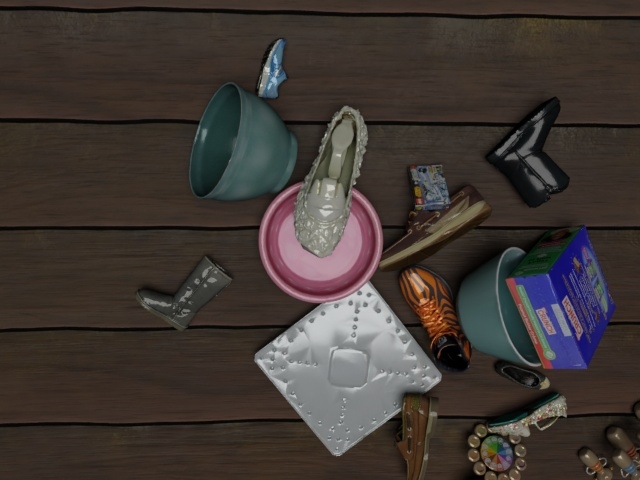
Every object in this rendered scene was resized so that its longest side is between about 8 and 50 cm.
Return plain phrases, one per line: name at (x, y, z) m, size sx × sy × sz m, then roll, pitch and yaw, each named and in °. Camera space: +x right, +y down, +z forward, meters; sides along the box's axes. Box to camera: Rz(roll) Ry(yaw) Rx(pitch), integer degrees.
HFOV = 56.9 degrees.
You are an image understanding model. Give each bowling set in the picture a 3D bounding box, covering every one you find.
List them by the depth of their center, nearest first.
bowling set at (0.918, 0.629, 1.696) m, size 0.287 × 0.200 × 0.154 m, roll -42°, pitch 99°, yaw 8°

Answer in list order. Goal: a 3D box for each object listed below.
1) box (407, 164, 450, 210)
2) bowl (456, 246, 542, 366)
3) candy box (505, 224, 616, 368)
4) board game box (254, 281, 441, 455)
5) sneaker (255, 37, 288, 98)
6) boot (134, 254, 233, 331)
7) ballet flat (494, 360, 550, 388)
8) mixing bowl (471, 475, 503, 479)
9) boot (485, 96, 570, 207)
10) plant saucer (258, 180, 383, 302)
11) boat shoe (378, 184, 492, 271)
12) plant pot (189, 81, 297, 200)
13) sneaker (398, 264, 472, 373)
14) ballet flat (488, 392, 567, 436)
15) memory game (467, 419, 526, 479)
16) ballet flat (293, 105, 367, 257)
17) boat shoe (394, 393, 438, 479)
box at (0.290, -0.143, 1.586) m, size 0.094 × 0.027 × 0.137 m, roll -2°, pitch 56°, yaw -1°
bowl at (0.479, 0.185, 1.580) m, size 0.163 × 0.311 × 0.311 m, roll -18°, pitch 102°, yaw 43°
candy box at (0.641, 0.142, 1.550) m, size 0.122 × 0.317 × 0.268 m, roll -16°, pitch 102°, yaw 43°
board game box at (0.079, 0.355, 1.683) m, size 0.390 × 0.050 × 0.390 m, roll -37°, pitch 98°, yaw 3°
sneaker at (-0.118, -0.451, 1.556) m, size 0.073 × 0.063 × 0.162 m, roll 13°, pitch 103°, yaw -22°
boot at (-0.373, 0.126, 1.615) m, size 0.190 × 0.076 × 0.208 m, roll 36°, pitch 103°, yaw -22°
ballet flat at (0.587, 0.398, 1.713) m, size 0.173 × 0.049 × 0.057 m, roll 19°, pitch 98°, yaw -5°
mixing bowl at (0.491, 0.767, 1.738) m, size 0.182 × 0.098 × 0.181 m, roll 0°, pitch 94°, yaw -3°
boot at (0.601, -0.232, 1.593) m, size 0.207 × 0.094 × 0.246 m, roll 44°, pitch 101°, yaw -4°
plant saucer at (0.000, 0.000, 1.597) m, size 0.332 × 0.084 × 0.332 m, roll 0°, pitch 92°, yaw -2°
boat shoe at (0.292, -0.036, 1.614) m, size 0.342 × 0.123 × 0.123 m, roll -32°, pitch 69°, yaw 7°
plant pot at (-0.182, -0.224, 1.489) m, size 0.196 × 0.293 × 0.293 m, roll 14°, pitch 99°, yaw -32°
sneaker at (0.321, 0.219, 1.598) m, size 0.125 × 0.180 × 0.321 m, roll -35°, pitch 98°, yaw 19°
ballet flat at (0.608, 0.520, 1.707) m, size 0.241 × 0.091 × 0.077 m, roll -23°, pitch 84°, yaw -1°
memory game at (0.512, 0.616, 1.712) m, size 0.186 × 0.012 × 0.186 m, roll 5°, pitch 63°, yaw -9°
ballet flat at (0.025, -0.163, 1.483) m, size 0.147 × 0.147 × 0.408 m, roll 16°, pitch 70°, yaw -5°
boat shoe at (0.264, 0.567, 1.690) m, size 0.105 × 0.110 × 0.307 m, roll 8°, pitch 110°, yaw 7°
